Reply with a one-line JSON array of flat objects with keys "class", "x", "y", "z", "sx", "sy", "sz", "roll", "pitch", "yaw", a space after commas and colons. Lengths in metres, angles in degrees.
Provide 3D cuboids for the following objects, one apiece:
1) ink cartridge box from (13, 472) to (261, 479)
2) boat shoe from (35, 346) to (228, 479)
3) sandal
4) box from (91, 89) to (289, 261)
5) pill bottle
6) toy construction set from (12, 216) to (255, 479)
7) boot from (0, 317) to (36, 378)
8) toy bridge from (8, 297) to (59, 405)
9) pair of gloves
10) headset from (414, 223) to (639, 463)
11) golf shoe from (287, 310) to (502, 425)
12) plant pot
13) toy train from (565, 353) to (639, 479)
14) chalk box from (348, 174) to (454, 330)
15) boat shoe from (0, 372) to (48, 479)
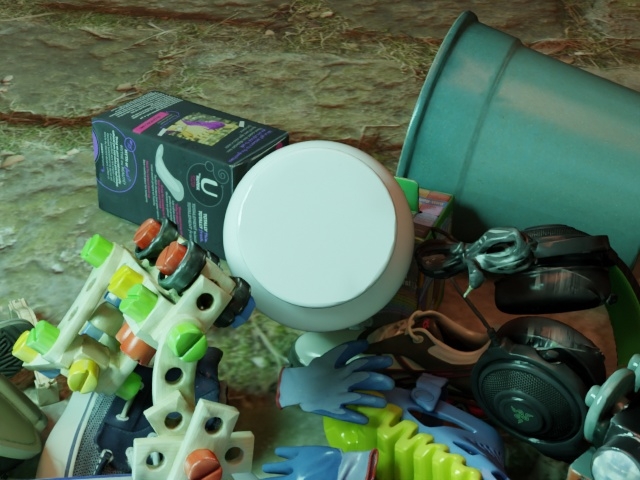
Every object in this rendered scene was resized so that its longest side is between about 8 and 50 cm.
[{"class": "ink cartridge box", "x": -0.057, "y": 0.292, "z": 0.800, "sx": 0.307, "sy": 0.072, "sz": 0.303, "roll": 24, "pitch": 5, "yaw": 36}, {"class": "boat shoe", "x": -0.178, "y": 0.216, "z": 0.993, "sx": 0.158, "sy": 0.127, "sz": 0.340, "roll": -5, "pitch": 31, "yaw": 3}, {"class": "sandal", "x": 0.141, "y": 0.227, "z": 1.006, "sx": 0.138, "sy": 0.126, "sz": 0.317, "roll": -15, "pitch": 36, "yaw": -31}, {"class": "box", "x": -0.193, "y": -0.102, "z": 1.473, "sx": 0.270, "sy": 0.165, "sz": 0.143, "roll": 21, "pitch": 36, "yaw": 28}, {"class": "pill bottle", "x": 0.000, "y": 0.000, "z": 1.016, "sx": 0.188, "sy": 0.188, "sz": 0.334, "roll": 2, "pitch": -4, "yaw": 1}, {"class": "toy construction set", "x": -0.164, "y": 0.097, "z": 0.903, "sx": 0.215, "sy": 0.151, "sz": 0.328, "roll": -52, "pitch": 40, "yaw": -3}, {"class": "boot", "x": -0.450, "y": 0.112, "z": 1.181, "sx": 0.190, "sy": 0.076, "sz": 0.208, "roll": -32, "pitch": 36, "yaw": -14}, {"class": "toy bridge", "x": -0.352, "y": 0.123, "z": 1.199, "sx": 0.026, "sy": 0.063, "sz": 0.188, "roll": -13, "pitch": 34, "yaw": -22}, {"class": "pair of gloves", "x": 0.004, "y": 0.200, "z": 1.014, "sx": 0.159, "sy": 0.023, "sz": 0.198, "roll": -15, "pitch": 55, "yaw": 39}, {"class": "headset", "x": 0.252, "y": 0.086, "z": 1.013, "sx": 0.185, "sy": 0.394, "sz": 0.243, "roll": -15, "pitch": 55, "yaw": 47}, {"class": "golf shoe", "x": 0.096, "y": 0.128, "z": 1.162, "sx": 0.273, "sy": 0.120, "sz": 0.105, "roll": 8, "pitch": 34, "yaw": 12}, {"class": "plant pot", "x": 0.312, "y": -0.111, "z": 1.393, "sx": 0.334, "sy": 0.341, "sz": 0.341, "roll": 21, "pitch": 36, "yaw": 13}, {"class": "toy train", "x": 0.352, "y": 0.197, "z": 0.966, "sx": 0.142, "sy": 0.190, "sz": 0.334, "roll": 26, "pitch": 32, "yaw": 33}, {"class": "chalk box", "x": 0.089, "y": 0.005, "z": 1.268, "sx": 0.132, "sy": 0.213, "sz": 0.132, "roll": 15, "pitch": 33, "yaw": 18}, {"class": "boat shoe", "x": -0.344, "y": 0.187, "z": 0.924, "sx": 0.113, "sy": 0.127, "sz": 0.340, "roll": -46, "pitch": 6, "yaw": -10}]
